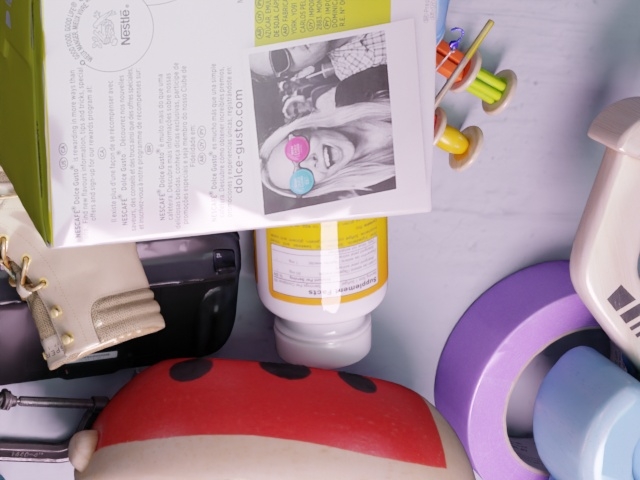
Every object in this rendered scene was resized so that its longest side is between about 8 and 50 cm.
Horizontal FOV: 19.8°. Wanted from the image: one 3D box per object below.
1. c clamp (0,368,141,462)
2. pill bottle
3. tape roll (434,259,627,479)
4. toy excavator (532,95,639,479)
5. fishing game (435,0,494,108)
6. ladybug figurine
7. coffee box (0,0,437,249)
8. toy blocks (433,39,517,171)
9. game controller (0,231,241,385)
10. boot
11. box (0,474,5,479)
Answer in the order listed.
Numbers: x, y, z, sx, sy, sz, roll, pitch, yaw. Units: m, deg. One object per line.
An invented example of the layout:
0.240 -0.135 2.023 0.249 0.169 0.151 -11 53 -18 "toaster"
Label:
-0.276 0.177 1.866 0.160 0.022 0.137 1 132 -27 "c clamp"
0.000 0.000 1.855 0.136 0.136 0.246 -11 117 -19 "pill bottle"
0.271 0.164 2.080 0.275 0.090 0.275 -9 115 -20 "tape roll"
0.343 0.133 1.940 0.433 0.222 0.445 -47 114 0 "toy excavator"
0.036 -0.236 1.809 0.264 0.041 0.189 27 102 -15 "fishing game"
-0.040 0.214 1.868 0.449 0.305 0.162 11 76 -30 "ladybug figurine"
-0.113 -0.217 1.568 0.334 0.337 0.338 -6 111 -18 "coffee box"
0.114 -0.153 1.885 0.148 0.054 0.123 26 99 -28 "toy blocks"
-0.231 0.063 1.835 0.319 0.067 0.166 -6 129 -21 "game controller"
-0.284 0.024 1.703 0.262 0.095 0.203 -12 84 -28 "boot"
-0.423 0.221 1.810 0.100 0.060 0.244 -46 123 1 "box"
